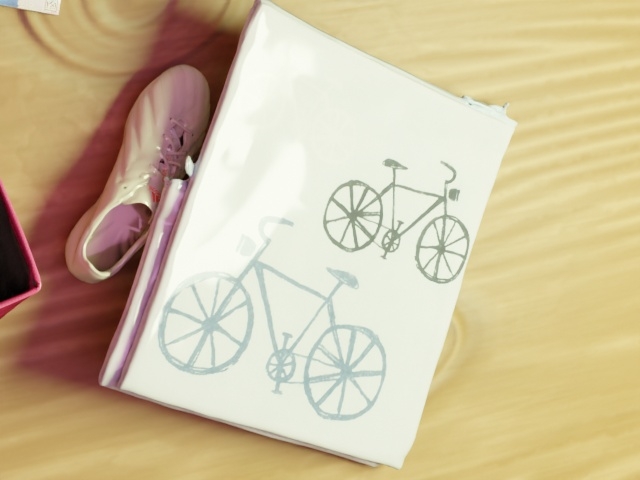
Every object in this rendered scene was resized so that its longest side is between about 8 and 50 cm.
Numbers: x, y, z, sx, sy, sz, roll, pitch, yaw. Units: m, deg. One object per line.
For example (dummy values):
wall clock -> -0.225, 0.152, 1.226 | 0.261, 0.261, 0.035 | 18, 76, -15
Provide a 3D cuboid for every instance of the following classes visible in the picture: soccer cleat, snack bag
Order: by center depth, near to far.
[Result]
soccer cleat -> -0.140, -0.051, 1.412 | 0.068, 0.076, 0.196 | 31, 85, -23
snack bag -> 0.000, 0.000, 1.462 | 0.323, 0.037, 0.342 | 20, 87, -38

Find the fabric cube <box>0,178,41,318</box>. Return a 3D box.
fabric cube -> -0.371, -0.017, 1.185 | 0.259, 0.258, 0.254 | -23, 89, -22

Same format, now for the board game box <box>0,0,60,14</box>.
board game box -> -0.244, -0.228, 1.376 | 0.090, 0.020, 0.090 | 7, 94, -23
